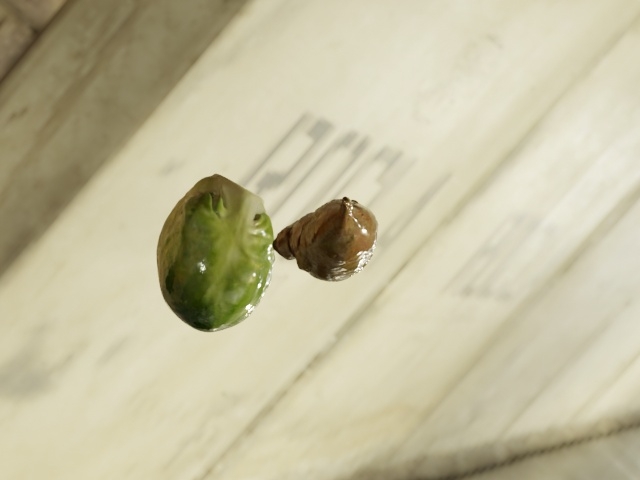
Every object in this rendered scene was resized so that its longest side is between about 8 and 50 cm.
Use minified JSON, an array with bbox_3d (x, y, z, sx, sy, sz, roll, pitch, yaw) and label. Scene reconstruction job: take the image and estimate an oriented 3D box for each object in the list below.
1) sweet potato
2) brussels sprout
[{"bbox_3d":[0.005,0.005,1.377,0.068,0.068,0.226,40,-16,-8],"label":"sweet potato"},{"bbox_3d":[-0.101,0.015,1.640,0.117,0.155,0.155,24,11,-15],"label":"brussels sprout"}]
